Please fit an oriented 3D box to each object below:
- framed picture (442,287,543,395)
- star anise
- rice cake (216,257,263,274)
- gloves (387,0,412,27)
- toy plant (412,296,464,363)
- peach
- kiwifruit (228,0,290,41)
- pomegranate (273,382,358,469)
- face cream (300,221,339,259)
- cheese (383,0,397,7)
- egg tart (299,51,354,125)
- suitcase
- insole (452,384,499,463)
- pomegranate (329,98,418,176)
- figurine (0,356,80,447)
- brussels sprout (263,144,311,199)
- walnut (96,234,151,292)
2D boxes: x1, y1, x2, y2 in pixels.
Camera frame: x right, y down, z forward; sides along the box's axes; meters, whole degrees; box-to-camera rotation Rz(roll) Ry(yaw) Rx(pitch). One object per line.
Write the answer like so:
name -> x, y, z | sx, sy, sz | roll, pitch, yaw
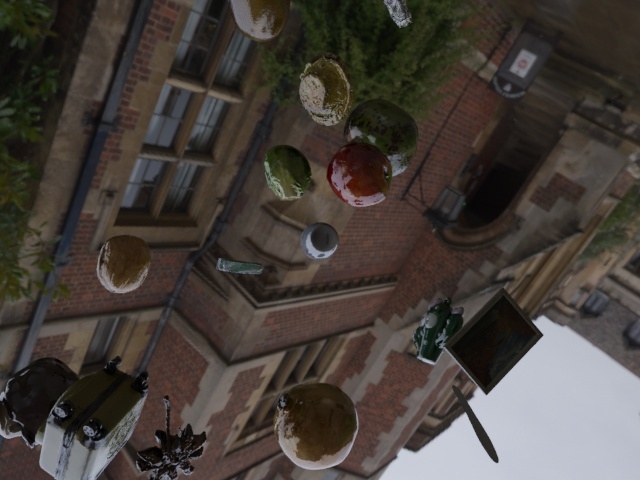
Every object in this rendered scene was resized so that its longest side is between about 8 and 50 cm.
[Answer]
framed picture -> 0.488, 0.282, 1.443 | 0.184, 0.250, 0.016 | 50, 168, 0
star anise -> -0.370, 0.496, 1.225 | 0.073, 0.177, 0.234 | 26, 152, 55
rice cake -> -0.260, 0.086, 1.685 | 0.034, 0.043, 0.210 | 19, -177, 31
gloves -> 0.270, -0.843, 1.833 | 0.153, 0.070, 0.114 | 59, -155, -29
toy plant -> 0.410, 0.310, 1.810 | 0.112, 0.243, 0.232 | 28, -169, -16
peach -> 0.106, -0.192, 1.479 | 0.197, 0.197, 0.197 | 25, -160, -10
kiwifruit -> -0.184, -0.721, 1.553 | 0.195, 0.234, 0.196 | 2, -127, -3
pomegranate -> -0.026, 0.639, 1.804 | 0.319, 0.319, 0.319 | 25, -160, -10
face cream -> 0.000, 0.000, 1.219 | 0.091, 0.091, 0.095 | 27, 171, -6
cheese -> 0.244, -0.833, 1.591 | 0.137, 0.227, 0.064 | 25, -127, 6
egg tart -> 0.007, -0.498, 1.704 | 0.105, 0.241, 0.241 | -22, -129, -39
suitcase -> -0.483, 0.382, 1.086 | 0.143, 0.235, 0.194 | 29, -151, 4
insole -> 0.414, 0.485, 1.373 | 0.080, 0.003, 0.232 | 31, -155, -39
pomegranate -> 0.167, -0.323, 1.766 | 0.340, 0.285, 0.285 | -32, -124, -26
figurine -> -0.768, 0.434, 1.257 | 0.364, 0.206, 0.218 | -18, -166, -28
brussels sprout -> -0.103, -0.217, 1.632 | 0.143, 0.181, 0.161 | -13, -171, 7
walnut -> -0.732, 0.088, 1.907 | 0.195, 0.222, 0.195 | 15, 165, 4
